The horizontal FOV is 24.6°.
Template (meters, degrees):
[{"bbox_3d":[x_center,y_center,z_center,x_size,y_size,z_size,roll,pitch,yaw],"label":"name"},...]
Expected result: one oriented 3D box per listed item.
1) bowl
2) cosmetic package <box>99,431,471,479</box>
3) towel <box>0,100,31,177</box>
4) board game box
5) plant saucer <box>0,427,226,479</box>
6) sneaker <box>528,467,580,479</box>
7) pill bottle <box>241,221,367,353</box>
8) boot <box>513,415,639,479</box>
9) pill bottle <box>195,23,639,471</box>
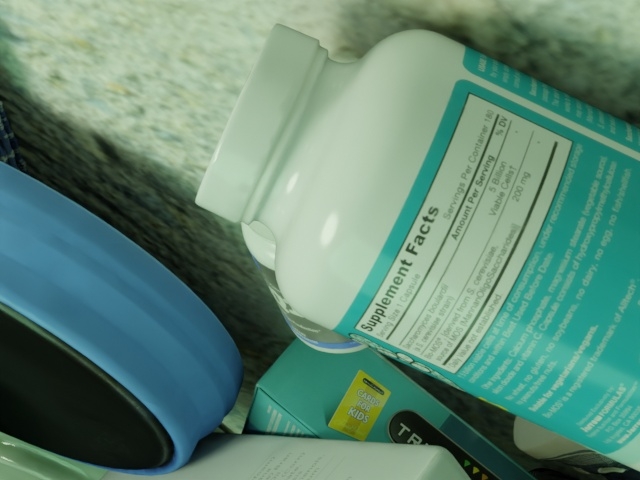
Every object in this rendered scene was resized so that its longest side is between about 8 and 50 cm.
[{"bbox_3d":[-0.244,0.048,1.027,0.391,0.077,0.391,22,156,10],"label":"bowl"},{"bbox_3d":[-0.014,0.265,1.006,0.230,0.161,0.453,50,155,-16],"label":"cosmetic package"},{"bbox_3d":[-0.298,-0.088,0.964,0.243,0.040,0.336,20,153,13],"label":"towel"},{"bbox_3d":[0.091,0.223,1.076,0.336,0.079,0.254,38,156,8],"label":"board game box"},{"bbox_3d":[-0.253,0.208,1.411,0.400,0.100,0.400,18,154,9],"label":"plant saucer"},{"bbox_3d":[0.232,0.207,1.068,0.188,0.067,0.078,23,132,6],"label":"sneaker"},{"bbox_3d":[0.000,0.000,0.827,0.078,0.078,0.137,12,152,23],"label":"pill bottle"},{"bbox_3d":[0.201,0.112,0.906,0.086,0.069,0.190,22,163,-15],"label":"boot"},{"bbox_3d":[0.080,-0.004,0.678,0.264,0.146,0.146,25,154,-3],"label":"pill bottle"}]
